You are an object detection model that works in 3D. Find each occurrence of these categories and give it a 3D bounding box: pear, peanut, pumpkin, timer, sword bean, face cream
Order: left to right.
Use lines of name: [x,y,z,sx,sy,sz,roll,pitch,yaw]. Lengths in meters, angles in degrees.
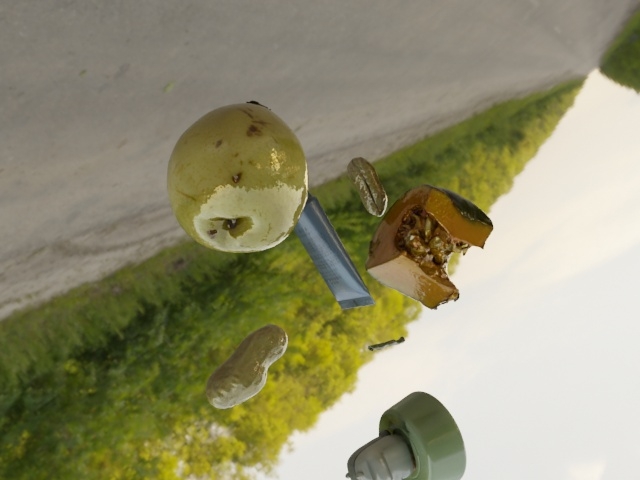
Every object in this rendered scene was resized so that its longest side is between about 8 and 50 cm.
pear: [-0.172,-0.131,1.532,0.309,0.309,0.309,-37,178,-1]
peanut: [-0.220,0.395,2.268,0.319,0.147,0.147,-45,-179,-18]
face cream: [0.000,0.000,1.771,0.086,0.385,0.136,-37,-167,-35]
peanut: [0.129,-0.146,1.986,0.080,0.174,0.080,-25,-172,4]
sword bean: [0.093,0.144,1.015,0.012,0.012,0.083,-38,158,33]
timer: [0.220,0.631,2.139,0.315,0.290,0.291,-17,169,-29]
pumpkin: [0.283,0.009,1.922,0.303,0.225,0.256,-59,-163,-3]
